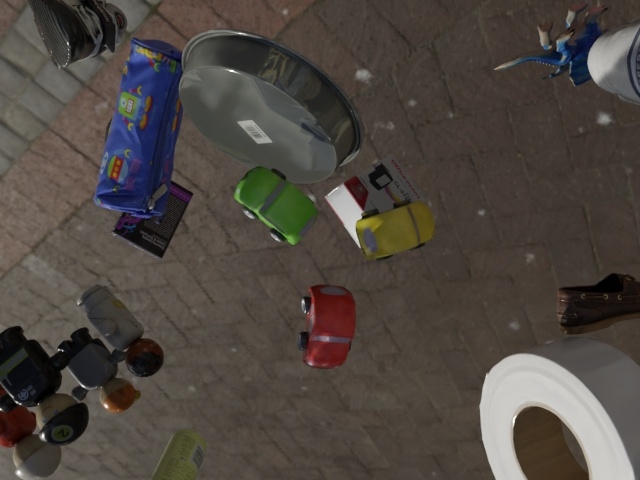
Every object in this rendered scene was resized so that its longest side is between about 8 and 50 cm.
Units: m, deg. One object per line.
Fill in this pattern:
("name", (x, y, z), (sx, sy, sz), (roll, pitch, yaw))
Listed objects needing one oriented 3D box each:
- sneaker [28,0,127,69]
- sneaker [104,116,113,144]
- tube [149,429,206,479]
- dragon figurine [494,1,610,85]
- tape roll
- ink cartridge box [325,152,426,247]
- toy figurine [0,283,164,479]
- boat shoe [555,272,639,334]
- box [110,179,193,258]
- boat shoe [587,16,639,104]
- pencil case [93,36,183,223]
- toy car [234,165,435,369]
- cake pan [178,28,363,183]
("sneaker", (-0.398, -0.366, 1.191), (0.146, 0.330, 0.122), (-24, 110, -14))
("sneaker", (-0.484, -0.223, 1.745), (0.072, 0.077, 0.178), (34, 119, 42))
("tube", (-0.229, 0.379, 1.042), (0.070, 0.240, 0.062), (7, 116, 3))
("dragon figurine", (0.454, -0.333, 1.288), (0.085, 0.289, 0.144), (31, 151, 49))
("tape roll", (0.343, 0.277, 0.959), (0.100, 0.286, 0.286), (-12, 145, -25))
("ink cartridge box", (0.114, -0.084, 1.437), (0.127, 0.175, 0.072), (54, 138, 1))
("toy figurine", (-0.313, 0.181, 0.900), (0.148, 0.209, 0.213), (48, 132, 9))
("boat shoe", (0.445, 0.085, 1.060), (0.207, 0.073, 0.073), (-10, -177, -22))
("box", (-0.350, -0.057, 1.477), (0.116, 0.162, 0.029), (33, 157, -26))
("boat shoe", (0.433, -0.169, 0.726), (0.367, 0.156, 0.136), (-3, 104, -17))
("pencil case", (-0.291, -0.182, 1.195), (0.133, 0.119, 0.306), (25, 104, 39))
("toy car", (0.000, 0.000, 0.806), (0.225, 0.239, 0.053), (39, 169, -9))
("cake pan", (-0.082, -0.179, 1.031), (0.293, 0.054, 0.293), (22, 157, 10))
